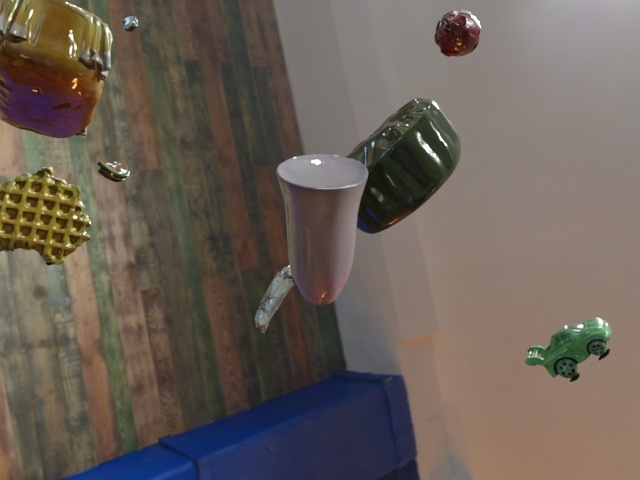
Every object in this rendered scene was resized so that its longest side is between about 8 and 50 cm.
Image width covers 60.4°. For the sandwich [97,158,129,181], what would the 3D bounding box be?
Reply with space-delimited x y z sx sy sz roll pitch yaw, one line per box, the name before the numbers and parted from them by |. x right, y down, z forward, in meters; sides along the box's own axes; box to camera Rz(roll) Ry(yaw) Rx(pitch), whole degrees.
sandwich | -0.603 -0.207 1.619 0.029 0.135 0.067 -34 -90 16

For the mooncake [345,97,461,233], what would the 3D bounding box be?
mooncake | 0.171 -0.181 1.343 0.187 0.351 0.351 47 -40 -13

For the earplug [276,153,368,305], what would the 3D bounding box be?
earplug | 0.000 0.000 1.092 0.172 0.172 0.302 32 -49 43

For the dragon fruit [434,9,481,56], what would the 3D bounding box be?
dragon fruit | 0.297 -0.434 1.148 0.094 0.190 0.094 12 -63 24

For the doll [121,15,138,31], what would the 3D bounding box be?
doll | -0.461 -0.525 1.334 0.125 0.037 0.027 -124 -168 -58

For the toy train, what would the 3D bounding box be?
toy train | 0.464 0.197 1.022 0.081 0.099 0.149 43 -63 12

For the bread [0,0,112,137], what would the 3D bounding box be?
bread | -0.364 -0.219 0.734 0.241 0.136 0.107 -18 -119 57

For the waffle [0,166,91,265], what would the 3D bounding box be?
waffle | -0.770 -0.052 1.496 0.051 0.290 0.292 5 -80 59

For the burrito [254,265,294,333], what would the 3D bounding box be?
burrito | -0.130 0.161 1.553 0.064 0.064 0.203 12 -113 48
